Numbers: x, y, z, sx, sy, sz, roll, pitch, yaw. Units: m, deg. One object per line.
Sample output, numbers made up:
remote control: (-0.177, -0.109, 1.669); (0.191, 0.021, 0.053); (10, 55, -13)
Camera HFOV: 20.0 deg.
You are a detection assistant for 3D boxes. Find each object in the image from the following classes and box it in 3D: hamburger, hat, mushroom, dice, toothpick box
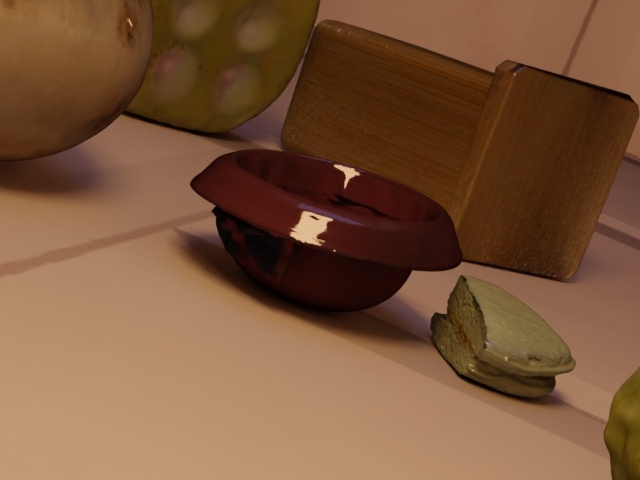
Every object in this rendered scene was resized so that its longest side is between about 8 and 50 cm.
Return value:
hamburger: (0.133, 0.075, 1.279); (0.084, 0.054, 0.121); (23, 13, -15)
hat: (0.000, 0.000, 1.283); (0.205, 0.089, 0.205); (16, 13, -4)
mushroom: (-0.246, -0.209, 1.281); (0.297, 0.290, 0.297); (22, 11, -5)
dice: (-0.152, -0.252, 1.803); (0.227, 0.238, 0.233); (10, 17, -42)
toothpick box: (0.121, -0.106, 1.795); (0.187, 0.190, 0.308); (9, 13, -41)

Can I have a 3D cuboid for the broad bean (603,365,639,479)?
broad bean: (0.296, 0.143, 1.067); (0.291, 0.119, 0.238); (18, 17, -19)
